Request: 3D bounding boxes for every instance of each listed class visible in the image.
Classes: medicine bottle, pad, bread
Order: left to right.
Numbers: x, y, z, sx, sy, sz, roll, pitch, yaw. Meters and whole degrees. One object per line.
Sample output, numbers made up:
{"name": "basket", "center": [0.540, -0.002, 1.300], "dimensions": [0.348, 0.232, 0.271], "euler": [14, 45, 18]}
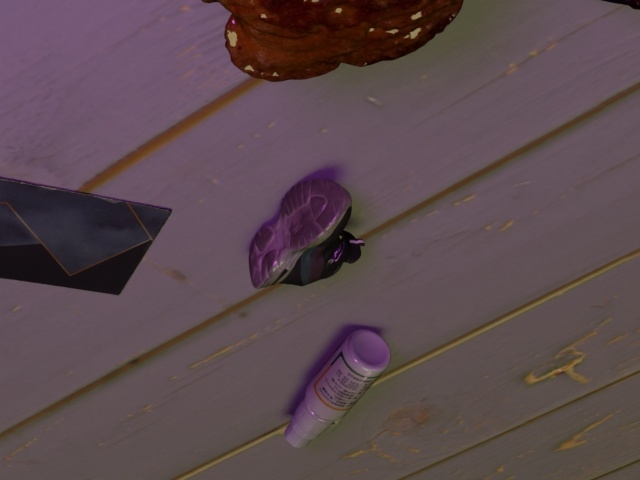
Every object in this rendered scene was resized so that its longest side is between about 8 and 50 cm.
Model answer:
{"name": "pad", "center": [-0.293, -0.005, 1.359], "dimensions": [0.243, 0.004, 0.164], "euler": [11, 139, -25]}
{"name": "bread", "center": [0.012, -0.243, 0.995], "dimensions": [0.246, 0.135, 0.232], "euler": [-20, 143, 14]}
{"name": "medicine bottle", "center": [0.026, 0.189, 1.657], "dimensions": [0.092, 0.061, 0.221], "euler": [-9, 150, -35]}

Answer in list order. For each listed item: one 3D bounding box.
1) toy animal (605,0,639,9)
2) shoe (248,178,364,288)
{"name": "toy animal", "center": [0.301, -0.214, 1.072], "dimensions": [0.218, 0.179, 0.116], "euler": [27, 104, -39]}
{"name": "shoe", "center": [0.000, 0.000, 1.384], "dimensions": [0.099, 0.071, 0.169], "euler": [12, 143, -31]}
